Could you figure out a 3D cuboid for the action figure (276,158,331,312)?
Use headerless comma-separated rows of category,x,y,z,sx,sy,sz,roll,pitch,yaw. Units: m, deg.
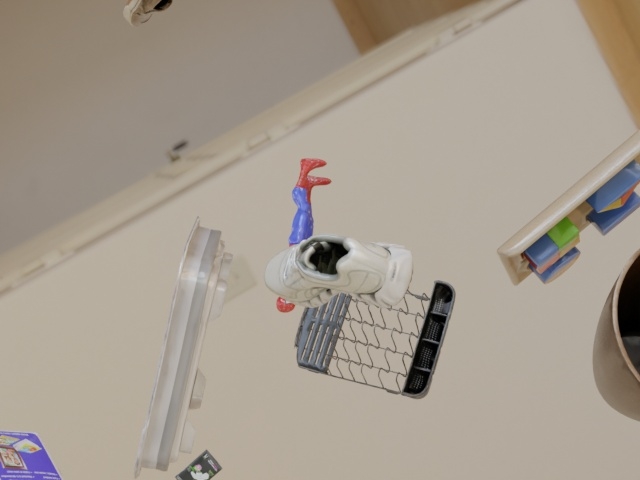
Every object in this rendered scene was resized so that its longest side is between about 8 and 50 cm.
action figure,0.000,0.000,1.655,0.139,0.280,0.091,7,152,17

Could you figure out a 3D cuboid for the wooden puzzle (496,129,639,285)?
wooden puzzle,0.477,-0.034,1.794,0.080,0.322,0.348,50,-176,16

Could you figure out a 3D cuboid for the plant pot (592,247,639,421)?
plant pot,0.402,0.127,1.125,0.215,0.215,0.230,57,165,16

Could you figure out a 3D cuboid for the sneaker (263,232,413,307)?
sneaker,-0.001,0.033,1.397,0.118,0.110,0.292,20,164,-35

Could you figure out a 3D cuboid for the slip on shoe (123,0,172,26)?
slip on shoe,-0.188,-0.272,1.102,0.041,0.051,0.135,35,157,-6

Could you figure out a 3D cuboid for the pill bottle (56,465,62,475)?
pill bottle,-0.532,0.404,1.637,0.118,0.117,0.208,54,-170,30

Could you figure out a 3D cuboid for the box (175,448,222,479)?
box,-0.245,0.467,1.971,0.052,0.083,0.062,50,167,5

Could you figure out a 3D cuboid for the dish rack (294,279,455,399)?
dish rack,0.088,0.156,1.704,0.271,0.208,0.074,12,158,21

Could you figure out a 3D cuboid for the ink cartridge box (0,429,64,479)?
ink cartridge box,-0.413,0.317,1.236,0.206,0.045,0.208,18,-162,-48

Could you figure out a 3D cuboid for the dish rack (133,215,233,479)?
dish rack,-0.187,0.149,1.392,0.285,0.072,0.333,-96,19,-77
